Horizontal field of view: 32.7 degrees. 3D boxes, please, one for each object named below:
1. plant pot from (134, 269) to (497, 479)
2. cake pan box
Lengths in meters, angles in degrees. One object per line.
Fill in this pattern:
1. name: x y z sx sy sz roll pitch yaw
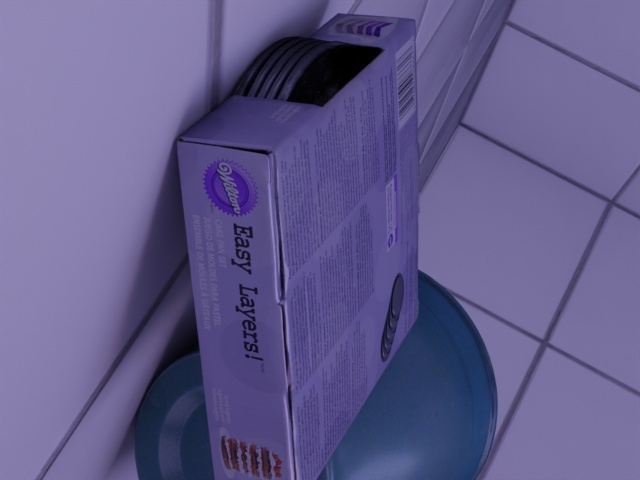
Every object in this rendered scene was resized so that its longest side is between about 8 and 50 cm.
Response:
1. plant pot: -0.017 0.158 0.948 0.255 0.272 0.271 -12 132 -61
2. cake pan box: 0.000 0.000 0.730 0.246 0.070 0.267 -53 146 -53
